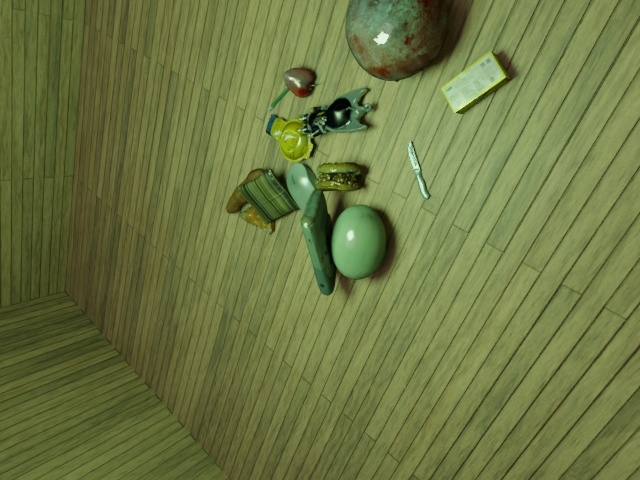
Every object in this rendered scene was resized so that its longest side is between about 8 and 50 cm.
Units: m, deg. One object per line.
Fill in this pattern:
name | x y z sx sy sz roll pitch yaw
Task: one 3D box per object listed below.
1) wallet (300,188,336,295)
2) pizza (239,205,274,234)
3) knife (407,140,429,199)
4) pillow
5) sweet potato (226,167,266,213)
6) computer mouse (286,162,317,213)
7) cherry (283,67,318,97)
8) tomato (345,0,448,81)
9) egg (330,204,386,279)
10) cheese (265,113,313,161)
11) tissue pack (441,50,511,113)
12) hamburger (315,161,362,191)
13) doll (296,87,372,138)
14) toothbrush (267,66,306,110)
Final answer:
wallet | 0.000 0.000 1.643 0.083 0.252 0.360 -4 130 12
pizza | -0.290 -0.118 2.011 0.195 0.052 0.185 1 108 33
knife | 0.337 -0.242 1.528 0.028 0.015 0.210 -20 88 45
pillow | -0.223 -0.180 1.865 0.212 0.052 0.208 -22 113 35
sweet potato | -0.320 -0.231 1.978 0.095 0.106 0.354 43 134 -10
computer mouse | -0.068 -0.205 1.809 0.128 0.079 0.231 -26 88 42
cherry | -0.078 -0.618 1.705 0.126 0.087 0.106 43 105 -9
tomato | 0.230 -0.655 1.353 0.316 0.282 0.317 -9 74 34
egg | 0.139 0.008 1.616 0.203 0.203 0.283 14 106 34
cheese | -0.131 -0.427 1.807 0.270 0.069 0.177 39 121 27
tissue pack | 0.471 -0.476 1.341 0.176 0.062 0.095 -33 78 38
hamburger | 0.066 -0.241 1.645 0.177 0.185 0.113 -6 103 0
doll | 0.049 -0.454 1.633 0.316 0.103 0.145 -4 55 31
toothbrush | -0.139 -0.614 1.801 0.257 0.018 0.024 -36 76 37
